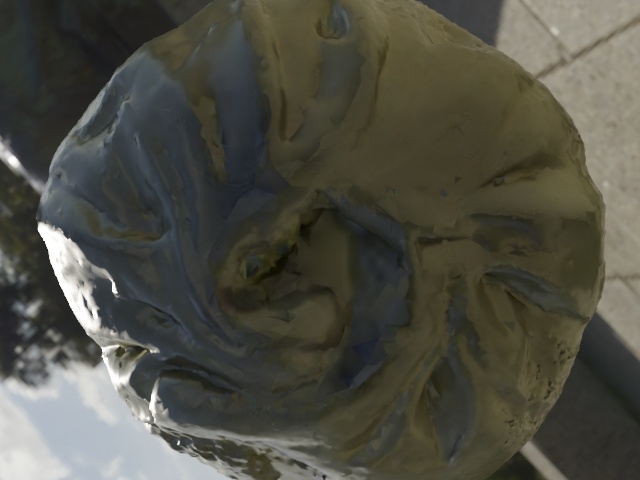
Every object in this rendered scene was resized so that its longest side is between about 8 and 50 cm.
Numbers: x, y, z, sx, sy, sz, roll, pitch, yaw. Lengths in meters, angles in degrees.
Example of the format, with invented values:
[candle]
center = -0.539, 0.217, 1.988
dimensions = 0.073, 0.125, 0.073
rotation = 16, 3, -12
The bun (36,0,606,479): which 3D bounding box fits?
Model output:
[bun]
center = 0.000, 0.000, 0.840
dimensions = 0.359, 0.360, 0.211
rotation = 47, 180, 1
